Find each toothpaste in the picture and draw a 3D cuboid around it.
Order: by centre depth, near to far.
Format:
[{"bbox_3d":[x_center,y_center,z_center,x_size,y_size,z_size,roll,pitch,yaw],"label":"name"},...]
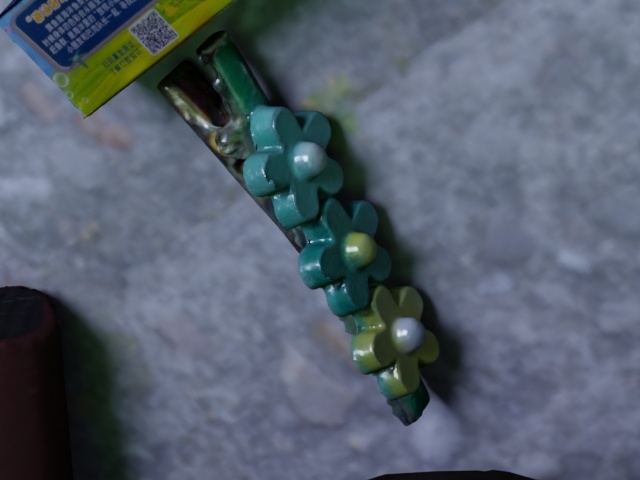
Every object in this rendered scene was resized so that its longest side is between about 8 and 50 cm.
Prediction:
[{"bbox_3d":[-0.019,-0.109,0.624,0.193,0.044,0.070,-34,107,28],"label":"toothpaste"}]

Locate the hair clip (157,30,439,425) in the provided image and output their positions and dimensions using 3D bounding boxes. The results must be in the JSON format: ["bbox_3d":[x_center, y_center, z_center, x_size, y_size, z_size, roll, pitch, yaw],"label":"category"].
[{"bbox_3d":[0.000,0.000,0.685,0.049,0.049,0.173,-25,110,25],"label":"hair clip"}]

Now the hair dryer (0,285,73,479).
[{"bbox_3d":[-0.241,0.162,0.824,0.340,0.123,0.312,6,111,22],"label":"hair dryer"}]

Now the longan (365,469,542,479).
[{"bbox_3d":[0.066,0.264,0.650,0.391,0.391,0.391,6,121,10],"label":"longan"}]
